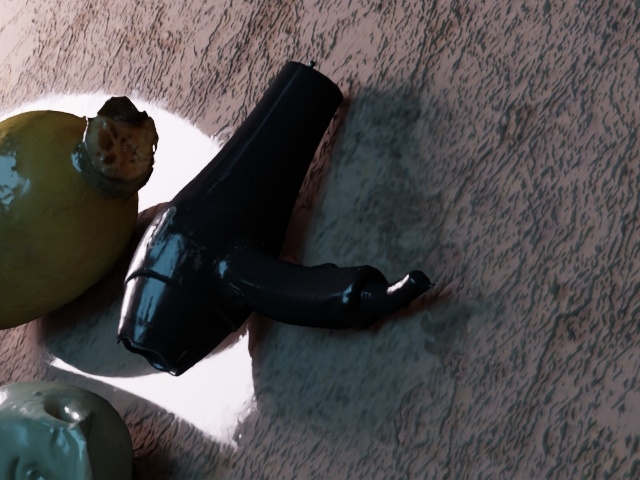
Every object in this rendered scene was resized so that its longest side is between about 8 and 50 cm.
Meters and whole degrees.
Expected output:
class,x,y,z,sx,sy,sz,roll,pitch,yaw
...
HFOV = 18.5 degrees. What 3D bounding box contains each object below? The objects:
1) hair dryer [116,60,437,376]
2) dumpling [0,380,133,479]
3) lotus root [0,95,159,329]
class,x,y,z,sx,sy,sz,roll,pitch,yaw
hair dryer,0.000,0.000,1.266,0.272,0.091,0.235,18,72,48
dumpling,-0.184,0.168,1.388,0.108,0.152,0.219,-27,9,-20
lotus root,-0.236,-0.014,1.551,0.303,0.146,0.131,-32,9,48
